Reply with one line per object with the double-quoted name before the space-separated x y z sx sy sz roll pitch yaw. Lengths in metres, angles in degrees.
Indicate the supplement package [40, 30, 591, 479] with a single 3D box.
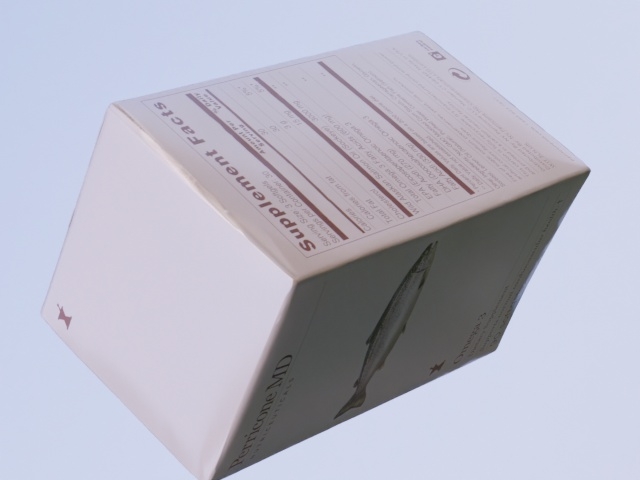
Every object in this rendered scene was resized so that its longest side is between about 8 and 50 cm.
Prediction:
"supplement package" 0.000 0.000 0.689 0.179 0.105 0.105 -20 -36 -45
